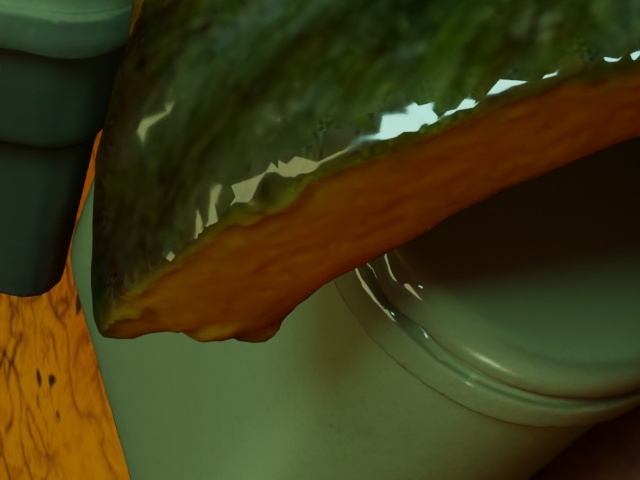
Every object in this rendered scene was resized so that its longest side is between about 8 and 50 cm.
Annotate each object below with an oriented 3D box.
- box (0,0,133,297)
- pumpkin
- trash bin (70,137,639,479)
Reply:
[{"bbox_3d":[-0.147,-0.106,0.715,0.274,0.138,0.178,-92,14,-54],"label":"box"},{"bbox_3d":[0.081,-0.098,0.350,0.290,0.095,0.258,-7,64,23],"label":"pumpkin"},{"bbox_3d":[0.000,0.000,0.544,0.247,0.121,0.243,-55,47,49],"label":"trash bin"}]
